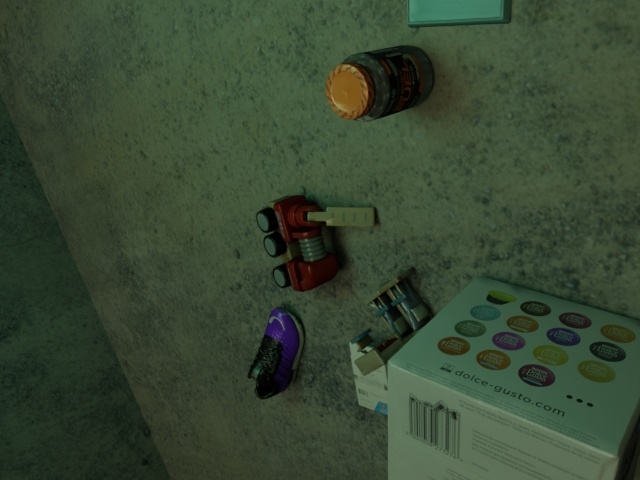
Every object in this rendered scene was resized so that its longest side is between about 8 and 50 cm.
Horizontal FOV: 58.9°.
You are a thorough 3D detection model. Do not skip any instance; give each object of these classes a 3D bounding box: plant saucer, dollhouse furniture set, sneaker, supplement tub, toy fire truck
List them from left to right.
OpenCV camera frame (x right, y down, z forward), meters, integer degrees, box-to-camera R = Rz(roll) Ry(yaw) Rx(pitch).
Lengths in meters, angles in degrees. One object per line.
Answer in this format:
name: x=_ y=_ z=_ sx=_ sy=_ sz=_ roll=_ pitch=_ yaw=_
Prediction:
sneaker: x=-0.131 y=0.324 z=1.552 sx=0.102 sy=0.146 sz=0.293 roll=26 pitch=127 yaw=32
toy fire truck: x=0.000 y=0.000 z=1.289 sx=0.246 sy=0.159 sz=0.216 roll=3 pitch=112 yaw=54
supplement tub: x=0.104 y=-0.276 z=1.000 sx=0.117 sy=0.190 sz=0.116 roll=21 pitch=124 yaw=35
dollhouse furniture set: x=0.144 y=0.166 z=1.184 sx=0.129 sy=0.184 sz=0.129 roll=55 pitch=136 yaw=9
plant saucer: x=0.226 y=-0.396 z=0.952 sx=0.192 sy=0.018 sz=0.067 roll=14 pitch=119 yaw=38

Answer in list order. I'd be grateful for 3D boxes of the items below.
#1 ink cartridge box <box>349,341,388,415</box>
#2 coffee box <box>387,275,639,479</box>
ink cartridge box: x=0.136 y=0.319 z=1.358 sx=0.104 sy=0.060 sz=0.180 roll=8 pitch=116 yaw=42
coffee box: x=0.341 y=0.310 z=0.959 sx=0.338 sy=0.334 sz=0.338 roll=17 pitch=123 yaw=36
